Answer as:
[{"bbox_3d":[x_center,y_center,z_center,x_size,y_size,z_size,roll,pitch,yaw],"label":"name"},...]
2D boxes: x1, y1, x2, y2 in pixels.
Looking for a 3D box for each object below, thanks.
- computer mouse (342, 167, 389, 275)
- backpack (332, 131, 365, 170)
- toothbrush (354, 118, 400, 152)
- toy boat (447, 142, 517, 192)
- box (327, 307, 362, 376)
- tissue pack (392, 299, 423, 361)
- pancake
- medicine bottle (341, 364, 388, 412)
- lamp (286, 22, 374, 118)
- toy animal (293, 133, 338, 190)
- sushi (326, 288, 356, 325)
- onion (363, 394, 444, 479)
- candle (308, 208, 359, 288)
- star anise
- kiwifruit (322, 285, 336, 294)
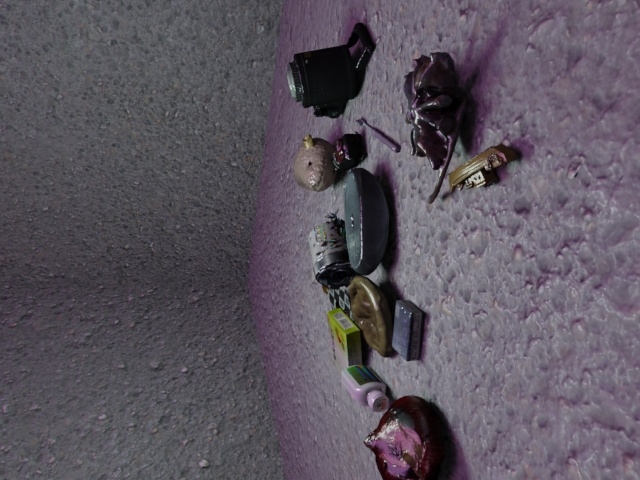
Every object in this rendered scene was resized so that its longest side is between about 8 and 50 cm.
[{"bbox_3d":[0.159,-0.067,1.569,0.203,0.114,0.373,147,120,-71],"label":"computer mouse"},{"bbox_3d":[0.096,-0.329,1.763,0.165,0.106,0.119,137,126,-61],"label":"backpack"},{"bbox_3d":[0.190,-0.370,1.603,0.354,0.029,0.024,-121,22,-56],"label":"toothbrush"},{"bbox_3d":[0.363,-0.154,1.047,0.072,0.065,0.206,68,160,7],"label":"toy boat"},{"bbox_3d":[0.094,0.413,1.759,0.175,0.062,0.260,-138,37,-60],"label":"box"},{"bbox_3d":[0.258,0.268,1.380,0.112,0.051,0.156,-140,52,-70],"label":"tissue pack"},{"bbox_3d":[0.169,0.257,1.553,0.294,0.050,0.294,163,90,-72],"label":"pancake"},{"bbox_3d":[0.158,0.506,1.578,0.219,0.115,0.077,-149,62,-68],"label":"medicine bottle"},{"bbox_3d":[0.007,-0.634,1.763,0.374,0.273,0.204,114,148,-50],"label":"lamp"},{"bbox_3d":[-0.019,-0.327,1.985,0.358,0.189,0.226,-148,70,-69],"label":"toy animal"},{"bbox_3d":[0.109,0.296,1.804,0.220,0.047,0.231,164,92,-71],"label":"sushi"},{"bbox_3d":[0.220,0.568,1.278,0.272,0.195,0.271,-174,90,-79],"label":"onion"},{"bbox_3d":[0.049,0.014,1.803,0.187,0.188,0.329,114,152,-51],"label":"candle"},{"bbox_3d":[0.293,-0.315,1.179,0.359,0.139,0.315,89,178,-54],"label":"star anise"},{"bbox_3d":[0.043,0.179,1.993,0.075,0.076,0.124,-119,29,-55],"label":"kiwifruit"}]
